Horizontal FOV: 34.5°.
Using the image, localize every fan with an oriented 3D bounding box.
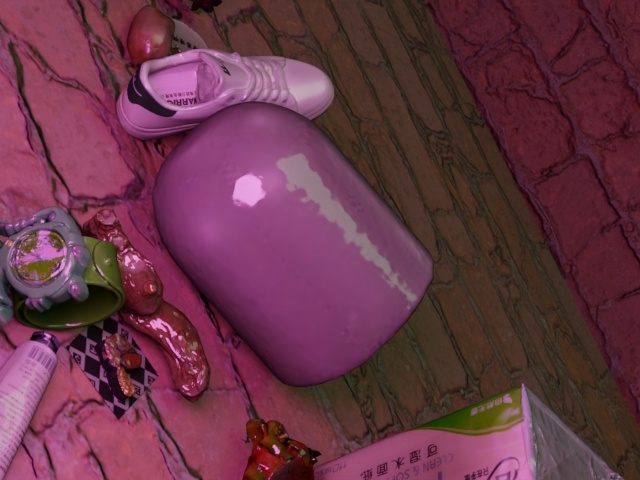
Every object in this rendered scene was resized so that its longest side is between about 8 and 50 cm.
[{"bbox_3d":[-0.238,-0.271,1.857,0.190,0.009,0.329,21,47,-46],"label":"fan"}]

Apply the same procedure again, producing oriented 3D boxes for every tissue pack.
[{"bbox_3d":[0.214,0.423,1.514,0.332,0.404,0.205,42,34,-33],"label":"tissue pack"}]

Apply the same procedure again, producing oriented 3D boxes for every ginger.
[{"bbox_3d":[-0.229,0.086,1.403,0.084,0.122,0.290,-37,101,-35],"label":"ginger"}]

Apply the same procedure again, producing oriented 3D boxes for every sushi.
[{"bbox_3d":[-0.262,0.153,1.355,0.120,0.026,0.126,56,25,-9],"label":"sushi"}]

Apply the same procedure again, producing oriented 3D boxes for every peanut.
[{"bbox_3d":[-0.291,-0.356,1.779,0.076,0.076,0.152,43,33,-32],"label":"peanut"}]

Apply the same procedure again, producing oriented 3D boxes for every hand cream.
[{"bbox_3d":[-0.349,0.192,1.144,0.080,0.050,0.234,49,32,-23],"label":"hand cream"}]

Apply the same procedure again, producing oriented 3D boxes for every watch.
[{"bbox_3d":[-0.328,0.046,1.249,0.152,0.165,0.131,64,7,-64],"label":"watch"}]

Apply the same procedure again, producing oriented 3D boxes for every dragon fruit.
[{"bbox_3d":[-0.065,0.333,1.446,0.175,0.142,0.138,-119,-157,-47],"label":"dragon fruit"}]

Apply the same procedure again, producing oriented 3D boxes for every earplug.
[{"bbox_3d":[-0.062,-0.019,1.573,0.394,0.312,0.313,50,27,-17],"label":"earplug"}]

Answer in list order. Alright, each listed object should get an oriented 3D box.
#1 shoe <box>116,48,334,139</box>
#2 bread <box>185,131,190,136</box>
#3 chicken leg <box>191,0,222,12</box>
[{"bbox_3d":[-0.136,-0.249,1.631,0.362,0.160,0.132,-9,77,-20],"label":"shoe"},{"bbox_3d":[-0.226,-0.252,1.790,0.152,0.127,0.147,22,37,5],"label":"bread"},{"bbox_3d":[-0.308,-0.568,1.861,0.407,0.158,0.096,59,37,-42],"label":"chicken leg"}]
